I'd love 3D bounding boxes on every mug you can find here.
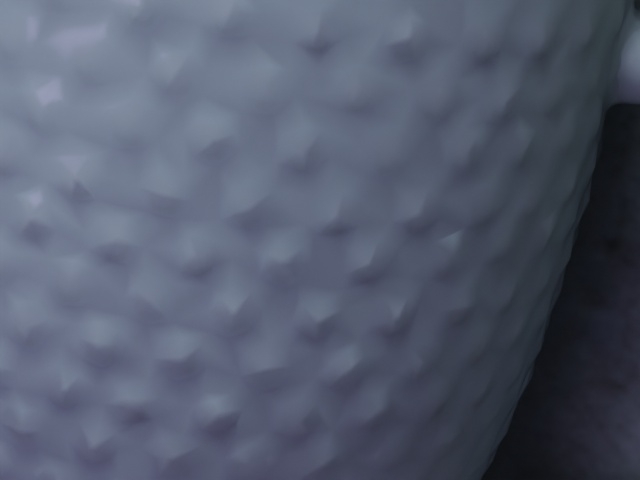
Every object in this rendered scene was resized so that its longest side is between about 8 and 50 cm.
[{"bbox_3d":[0.000,0.000,0.677,0.374,0.276,0.328,11,110,3],"label":"mug"}]
